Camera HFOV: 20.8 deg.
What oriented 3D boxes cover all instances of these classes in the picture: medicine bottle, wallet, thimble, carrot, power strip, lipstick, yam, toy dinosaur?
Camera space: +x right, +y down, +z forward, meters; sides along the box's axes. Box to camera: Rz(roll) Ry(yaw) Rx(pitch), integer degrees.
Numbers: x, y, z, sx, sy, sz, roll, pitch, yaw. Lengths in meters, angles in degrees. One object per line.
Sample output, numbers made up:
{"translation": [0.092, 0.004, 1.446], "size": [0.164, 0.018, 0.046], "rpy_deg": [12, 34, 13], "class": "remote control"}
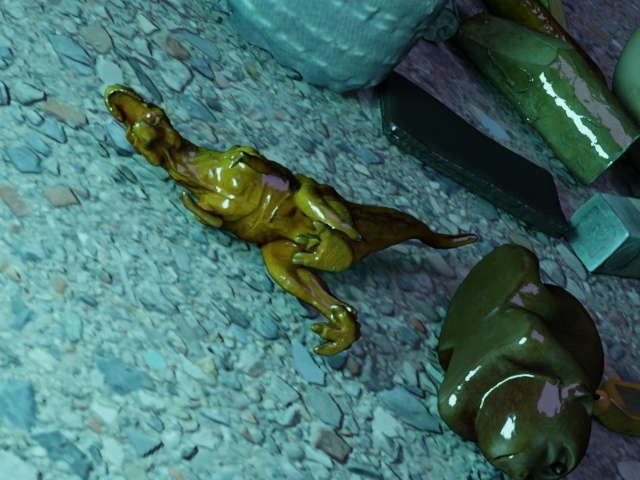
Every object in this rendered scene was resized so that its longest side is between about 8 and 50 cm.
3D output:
{"translation": [0.136, -0.307, 2.104], "size": [0.051, 0.051, 0.191], "rpy_deg": [31, 29, -21], "class": "medicine bottle"}
{"translation": [0.161, -0.092, 1.866], "size": [0.244, 0.025, 0.124], "rpy_deg": [29, 31, -22], "class": "wallet"}
{"translation": [0.007, -0.271, 1.767], "size": [0.236, 0.172, 0.205], "rpy_deg": [32, 33, -15], "class": "thimble"}
{"translation": [0.247, -0.284, 2.151], "size": [0.314, 0.066, 0.066], "rpy_deg": [50, 27, -11], "class": "carrot"}
{"translation": [0.312, 0.167, 1.703], "size": [0.178, 0.028, 0.049], "rpy_deg": [15, 39, -42], "class": "power strip"}
{"translation": [0.399, 0.002, 1.999], "size": [0.317, 0.066, 0.068], "rpy_deg": [6, 44, -48], "class": "lipstick"}
{"translation": [0.267, -0.185, 2.057], "size": [0.259, 0.106, 0.106], "rpy_deg": [51, 29, 12], "class": "yam"}
{"translation": [0.000, 0.000, 1.469], "size": [0.432, 0.097, 0.208], "rpy_deg": [27, 22, -35], "class": "toy dinosaur"}

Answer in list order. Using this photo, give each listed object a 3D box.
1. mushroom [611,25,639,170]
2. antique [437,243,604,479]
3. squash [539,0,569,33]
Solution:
{"translation": [0.522, -0.177, 2.163], "size": [0.297, 0.290, 0.298], "rpy_deg": [34, 35, -29], "class": "mushroom"}
{"translation": [0.182, 0.117, 1.517], "size": [0.143, 0.121, 0.257], "rpy_deg": [47, 20, -13], "class": "antique"}
{"translation": [0.292, -0.349, 2.261], "size": [0.204, 0.155, 0.237], "rpy_deg": [33, 29, -15], "class": "squash"}
